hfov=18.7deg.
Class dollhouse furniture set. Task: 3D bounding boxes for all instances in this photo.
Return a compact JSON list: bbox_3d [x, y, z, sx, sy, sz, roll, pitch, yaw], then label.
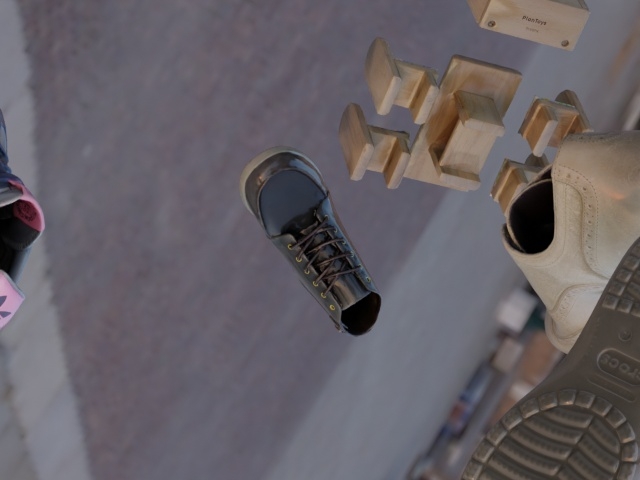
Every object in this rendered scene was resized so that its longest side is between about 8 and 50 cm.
[{"bbox_3d":[0.151,-0.167,1.884,0.161,0.212,0.242,-105,-147,-54],"label":"dollhouse furniture set"}]

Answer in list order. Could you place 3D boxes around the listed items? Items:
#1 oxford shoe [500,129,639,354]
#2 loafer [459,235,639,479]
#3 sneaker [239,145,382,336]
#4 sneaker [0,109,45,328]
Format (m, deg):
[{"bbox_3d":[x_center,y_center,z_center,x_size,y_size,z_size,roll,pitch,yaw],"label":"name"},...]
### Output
[{"bbox_3d":[0.212,-0.002,1.495,0.397,0.146,0.140,104,5,-70],"label":"oxford shoe"},{"bbox_3d":[0.170,0.109,1.126,0.251,0.094,0.087,-52,149,-5],"label":"loafer"},{"bbox_3d":[0.000,0.000,1.943,0.083,0.118,0.222,-36,141,-2],"label":"sneaker"},{"bbox_3d":[-0.279,-0.028,1.618,0.112,0.131,0.319,53,25,-38],"label":"sneaker"}]
